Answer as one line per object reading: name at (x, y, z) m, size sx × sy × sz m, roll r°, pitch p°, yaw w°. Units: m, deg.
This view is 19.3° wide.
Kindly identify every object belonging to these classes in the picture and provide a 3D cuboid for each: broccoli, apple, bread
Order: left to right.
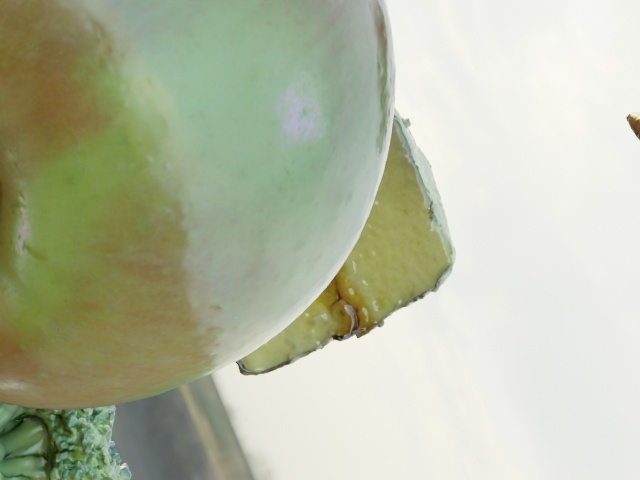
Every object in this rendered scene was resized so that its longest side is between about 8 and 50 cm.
broccoli at (-0.321, 0.226, 1.983) m, size 0.260 × 0.235 × 0.288 m, roll 166°, pitch -96°, yaw -78°
apple at (-0.118, -0.078, 0.969) m, size 0.277 × 0.319 × 0.319 m, roll -46°, pitch 121°, yaw -52°
bread at (0.000, 0.000, 1.704) m, size 0.135 × 0.240 × 0.178 m, roll 56°, pitch 10°, yaw -33°

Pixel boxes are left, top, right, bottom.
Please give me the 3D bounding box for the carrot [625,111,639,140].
carrot at (0.283, -0.063, 1.453) m, size 0.216 × 0.048 × 0.048 m, roll -130°, pitch -162°, yaw -62°
